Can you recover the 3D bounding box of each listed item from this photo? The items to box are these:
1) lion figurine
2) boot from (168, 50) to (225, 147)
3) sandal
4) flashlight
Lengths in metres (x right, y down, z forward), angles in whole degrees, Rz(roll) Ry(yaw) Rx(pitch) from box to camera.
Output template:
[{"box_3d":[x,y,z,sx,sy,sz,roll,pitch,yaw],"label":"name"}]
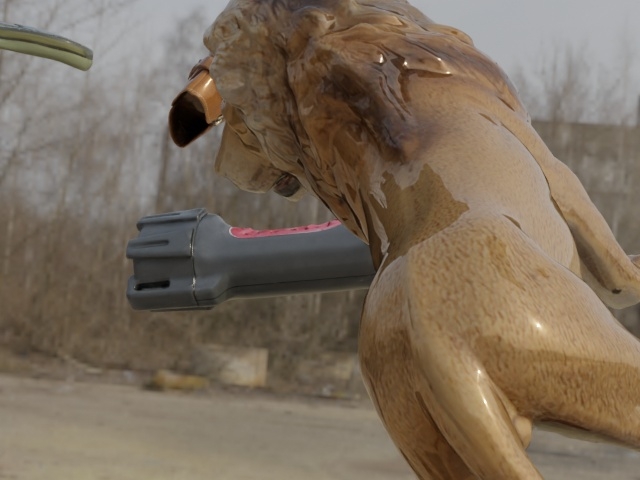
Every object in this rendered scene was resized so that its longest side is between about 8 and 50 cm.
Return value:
[{"box_3d":[0.062,0.013,0.491,0.240,0.142,0.392,44,8,-23],"label":"lion figurine"},{"box_3d":[-0.100,-0.144,1.194,0.073,0.152,0.197,25,-31,11],"label":"boot"},{"box_3d":[-0.441,-0.244,1.497,0.302,0.086,0.120,14,13,-7],"label":"sandal"},{"box_3d":[0.000,0.000,0.969,0.304,0.103,0.103,-5,-8,14],"label":"flashlight"}]
